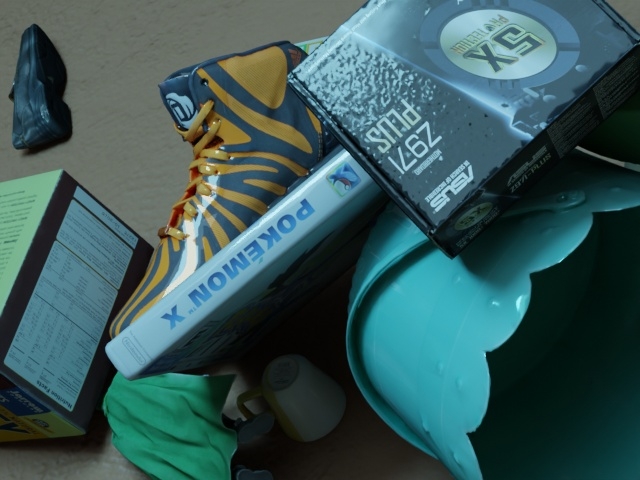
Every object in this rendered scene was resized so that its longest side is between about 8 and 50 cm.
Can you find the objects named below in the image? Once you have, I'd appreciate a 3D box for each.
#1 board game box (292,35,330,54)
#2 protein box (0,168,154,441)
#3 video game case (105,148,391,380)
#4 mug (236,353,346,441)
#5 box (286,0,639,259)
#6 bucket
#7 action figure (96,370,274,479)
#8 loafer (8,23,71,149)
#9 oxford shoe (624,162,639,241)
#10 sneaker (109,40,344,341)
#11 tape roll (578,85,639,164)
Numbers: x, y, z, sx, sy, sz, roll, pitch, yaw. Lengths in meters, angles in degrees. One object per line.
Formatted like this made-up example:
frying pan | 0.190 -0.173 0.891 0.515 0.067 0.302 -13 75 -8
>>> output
board game box | -0.032 -0.149 1.571 0.154 0.026 0.103 -10 51 23
protein box | -0.294 0.066 1.454 0.200 0.136 0.201 -9 50 38
video game case | 0.000 0.000 1.239 0.300 0.329 0.036 -39 82 7
mug | -0.025 0.132 1.321 0.078 0.064 0.062 -43 47 -6
box | 0.096 -0.104 1.014 0.180 0.077 0.147 -42 70 3
bucket | 0.164 0.062 1.133 0.281 0.281 0.183 -45 39 -8
action figure | -0.125 0.156 1.342 0.232 0.063 0.137 12 102 51
loafer | -0.318 -0.170 1.730 0.061 0.062 0.170 -27 45 16
oxford shoe | 0.418 -0.114 1.214 0.397 0.140 0.146 -18 41 14
sneaker | -0.109 -0.052 1.417 0.321 0.180 0.125 -48 19 -19
tape roll | 0.264 -0.207 1.103 0.321 0.077 0.321 -16 54 24
